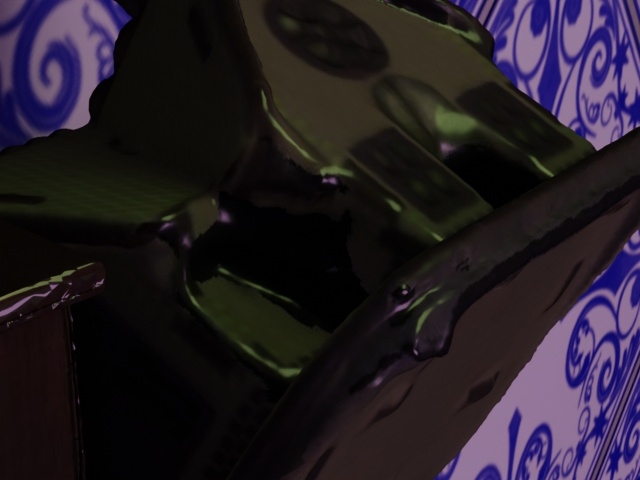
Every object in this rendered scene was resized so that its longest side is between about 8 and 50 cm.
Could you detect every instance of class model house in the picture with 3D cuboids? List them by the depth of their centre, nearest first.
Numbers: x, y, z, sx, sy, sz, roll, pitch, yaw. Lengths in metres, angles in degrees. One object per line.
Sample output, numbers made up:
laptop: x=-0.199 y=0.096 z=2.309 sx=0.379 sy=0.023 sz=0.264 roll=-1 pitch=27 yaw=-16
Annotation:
model house: x=-0.065 y=-0.022 z=0.611 sx=0.218 sy=0.279 sz=0.205 roll=-29 pitch=156 yaw=-53

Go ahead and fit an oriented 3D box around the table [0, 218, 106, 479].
table: x=-0.169 y=0.094 z=0.503 sx=0.172 sy=0.169 sz=0.193 roll=-23 pitch=122 yaw=-42
